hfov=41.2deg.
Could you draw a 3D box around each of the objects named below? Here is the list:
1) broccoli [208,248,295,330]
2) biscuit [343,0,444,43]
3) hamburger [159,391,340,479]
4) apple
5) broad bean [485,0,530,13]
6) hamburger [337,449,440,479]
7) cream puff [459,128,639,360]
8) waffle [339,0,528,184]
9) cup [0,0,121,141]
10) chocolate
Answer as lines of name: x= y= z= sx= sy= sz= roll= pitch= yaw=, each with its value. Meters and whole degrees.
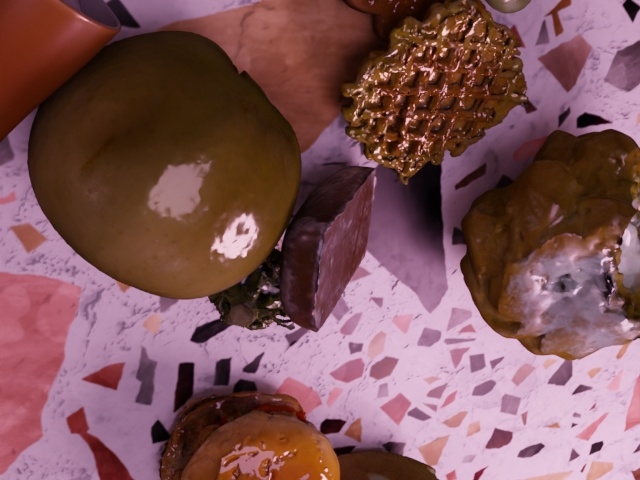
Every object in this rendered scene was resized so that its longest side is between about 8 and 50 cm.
broccoli: x=-0.091 y=0.064 z=1.109 sx=0.130 sy=0.120 sz=0.131 roll=12 pitch=119 yaw=4
biscuit: x=0.090 y=-0.358 z=1.016 sx=0.186 sy=0.044 sz=0.295 roll=-24 pitch=125 yaw=-9
hamburger: x=-0.101 y=0.334 z=1.221 sx=0.244 sy=0.163 sz=0.244 roll=-11 pitch=122 yaw=-19
apple: x=-0.155 y=-0.074 z=0.933 sx=0.258 sy=0.233 sz=0.295 roll=-45 pitch=127 yaw=7
broad bean: x=0.216 y=-0.387 z=1.009 sx=0.169 sy=0.100 sz=0.228 roll=-26 pitch=121 yaw=-59
hamburger: x=0.110 y=0.444 z=1.380 sx=0.288 sy=0.192 sz=0.167 roll=12 pitch=106 yaw=-3
cream puff: x=0.340 y=-0.003 z=1.236 sx=0.274 sy=0.270 sz=0.323 roll=-8 pitch=125 yaw=18
waffle: x=0.148 y=-0.191 z=1.098 sx=0.245 sy=0.052 sz=0.254 roll=-37 pitch=140 yaw=10
cup: x=-0.349 y=-0.203 z=0.830 sx=0.226 sy=0.182 sz=0.264 roll=43 pitch=101 yaw=-3
chocolate: x=-0.001 y=-0.002 z=1.072 sx=0.080 sy=0.254 sz=0.157 roll=15 pitch=121 yaw=13
